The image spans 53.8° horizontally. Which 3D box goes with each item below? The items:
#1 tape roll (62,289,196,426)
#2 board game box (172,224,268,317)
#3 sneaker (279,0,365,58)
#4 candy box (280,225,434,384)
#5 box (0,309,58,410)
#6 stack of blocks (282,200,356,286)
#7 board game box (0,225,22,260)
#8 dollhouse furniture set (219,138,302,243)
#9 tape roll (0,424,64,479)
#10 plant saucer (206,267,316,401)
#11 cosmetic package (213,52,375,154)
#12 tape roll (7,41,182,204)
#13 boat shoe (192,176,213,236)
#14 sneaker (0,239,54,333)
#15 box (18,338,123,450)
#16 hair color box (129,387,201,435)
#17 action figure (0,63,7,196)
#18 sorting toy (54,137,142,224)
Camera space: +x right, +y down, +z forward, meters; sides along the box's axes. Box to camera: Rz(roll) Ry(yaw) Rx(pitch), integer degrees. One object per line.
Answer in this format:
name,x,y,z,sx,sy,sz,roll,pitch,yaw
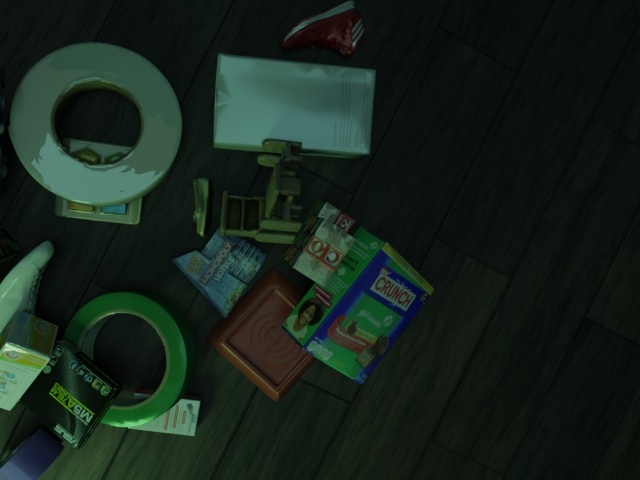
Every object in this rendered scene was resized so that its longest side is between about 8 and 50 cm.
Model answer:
tape roll,-0.463,0.281,1.524,0.320,0.077,0.322,0,90,8
board game box,-0.264,0.060,1.594,0.194,0.060,0.194,35,88,-10
sneaker,0.016,-0.505,1.591,0.221,0.087,0.128,-30,96,-5
candy box,0.101,0.165,1.564,0.317,0.122,0.268,-53,133,-3
box,-0.712,0.278,1.466,0.103,0.114,0.203,31,115,-28
stack of blocks,0.000,0.000,1.510,0.087,0.297,0.171,33,89,-8
board game box,-0.778,0.003,1.413,0.030,0.260,0.136,-40,98,6
dollhouse furniture set,-0.144,-0.097,1.496,0.160,0.242,0.212,5,66,-13
tape roll,-0.707,0.536,1.491,0.189,0.189,0.080,-43,98,-4
plant saucer,-0.118,0.249,1.634,0.259,0.048,0.258,44,87,-9
cosmetic package,-0.069,-0.322,1.555,0.384,0.156,0.218,5,92,-8
tape roll,-0.527,-0.274,1.502,0.391,0.072,0.393,1,86,-13
boat shoe,-0.299,-0.084,1.576,0.048,0.056,0.153,0,79,5
sneaker,-0.709,0.131,1.517,0.123,0.106,0.290,39,98,-12
box,-0.588,0.359,1.481,0.190,0.045,0.184,37,95,8
hair color box,-0.393,0.434,1.600,0.167,0.053,0.093,10,91,-7
action figure,-0.780,-0.216,1.366,0.178,0.330,0.342,6,116,-22
sorting toy,-0.541,-0.144,1.551,0.208,0.038,0.193,6,93,-9
